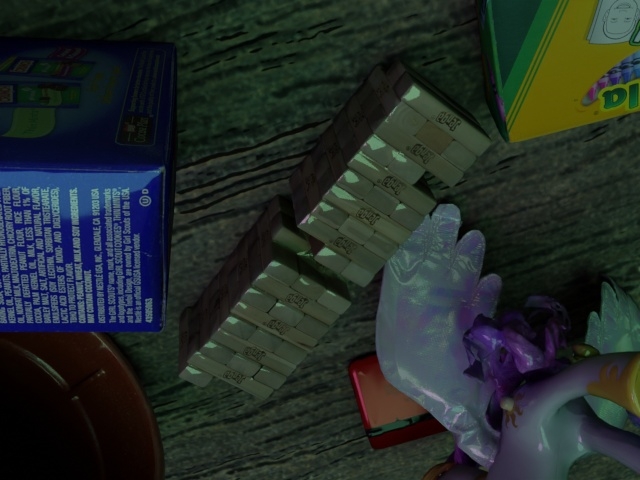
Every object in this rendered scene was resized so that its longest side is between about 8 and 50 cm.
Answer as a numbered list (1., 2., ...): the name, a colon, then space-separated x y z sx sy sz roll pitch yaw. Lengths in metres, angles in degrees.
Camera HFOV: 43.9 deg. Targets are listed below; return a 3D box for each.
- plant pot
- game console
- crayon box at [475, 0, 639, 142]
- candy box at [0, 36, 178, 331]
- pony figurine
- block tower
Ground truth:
1. plant pot: -0.330 0.219 0.709 0.265 0.272 0.272 -35 121 22
2. game console: 0.112 0.167 0.878 0.144 0.085 0.124 -16 92 1
3. crayon box: 0.262 -0.194 0.613 0.279 0.081 0.165 -14 131 6
4. candy box: -0.259 -0.054 0.532 0.318 0.268 0.122 2 117 -9
5. pony figurine: 0.185 0.162 0.687 0.303 0.363 0.350 20 81 -12
6. block tower: 0.000 0.000 0.711 0.097 0.091 0.335 31 113 -24
